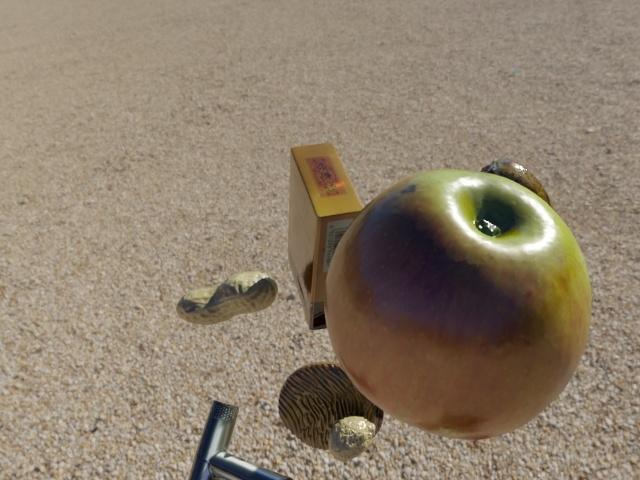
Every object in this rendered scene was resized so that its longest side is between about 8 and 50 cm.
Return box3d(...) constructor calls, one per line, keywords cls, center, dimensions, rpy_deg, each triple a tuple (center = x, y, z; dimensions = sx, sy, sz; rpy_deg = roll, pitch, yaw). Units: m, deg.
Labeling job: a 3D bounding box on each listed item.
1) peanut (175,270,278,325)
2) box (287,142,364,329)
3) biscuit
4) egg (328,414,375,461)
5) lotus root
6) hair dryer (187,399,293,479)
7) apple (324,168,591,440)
box3d(cls="peanut", center=(-0.270, 0.167, 1.439), dimensions=(0.298, 0.136, 0.120), rpy_deg=(-18, 46, 3))
box3d(cls="box", center=(-0.001, 0.000, 1.256), dimensions=(0.115, 0.416, 0.264), rpy_deg=(-10, 47, -13))
box3d(cls="biscuit", center=(0.028, 0.494, 1.473), dimensions=(0.317, 0.318, 0.040), rpy_deg=(-2, 20, 11))
box3d(cls="egg", center=(0.084, 0.549, 1.396), dimensions=(0.140, 0.116, 0.118), rpy_deg=(-39, 20, -17))
box3d(cls="lotus root", center=(0.387, -0.082, 0.971), dimensions=(0.094, 0.190, 0.108), rpy_deg=(-55, 9, 2))
box3d(cls="hair dryer", center=(-0.185, 0.481, 0.904), dimensions=(0.284, 0.155, 0.321), rpy_deg=(2, 71, 59))
box3d(cls="apple", center=(0.178, 0.075, 0.665), dimensions=(0.339, 0.340, 0.340), rpy_deg=(-7, 32, 4))
